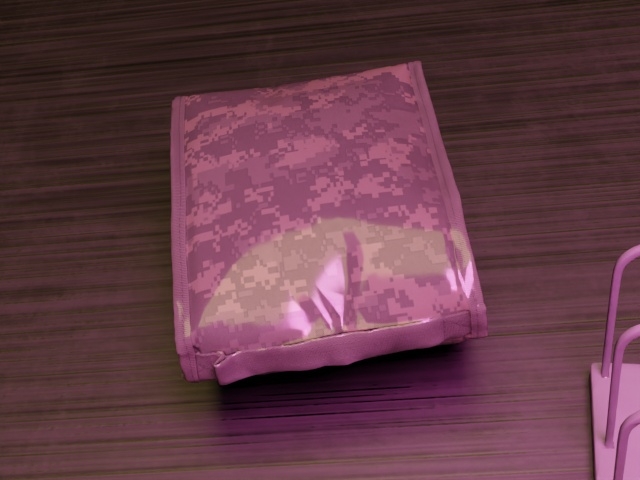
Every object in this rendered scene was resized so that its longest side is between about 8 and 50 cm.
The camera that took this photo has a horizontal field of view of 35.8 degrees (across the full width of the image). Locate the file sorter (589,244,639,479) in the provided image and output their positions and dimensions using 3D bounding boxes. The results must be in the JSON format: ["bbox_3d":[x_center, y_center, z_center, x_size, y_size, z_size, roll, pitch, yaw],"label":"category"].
[{"bbox_3d":[0.280,0.157,0.631,0.192,0.173,0.278,1,48,11],"label":"file sorter"}]

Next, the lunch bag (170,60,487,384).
[{"bbox_3d":[0.000,0.000,0.829,0.235,0.169,0.287,-8,42,2],"label":"lunch bag"}]
